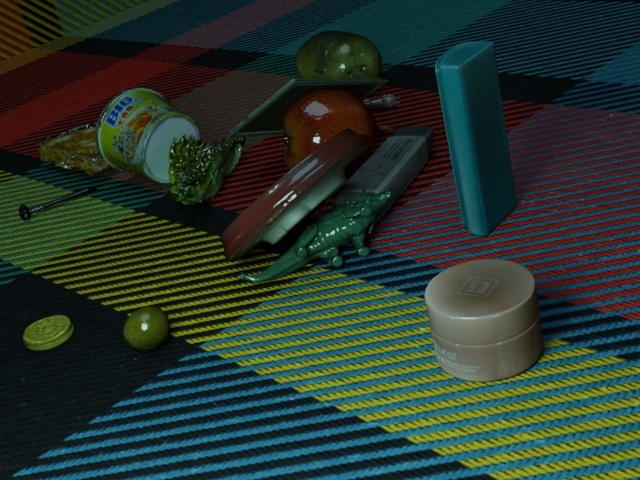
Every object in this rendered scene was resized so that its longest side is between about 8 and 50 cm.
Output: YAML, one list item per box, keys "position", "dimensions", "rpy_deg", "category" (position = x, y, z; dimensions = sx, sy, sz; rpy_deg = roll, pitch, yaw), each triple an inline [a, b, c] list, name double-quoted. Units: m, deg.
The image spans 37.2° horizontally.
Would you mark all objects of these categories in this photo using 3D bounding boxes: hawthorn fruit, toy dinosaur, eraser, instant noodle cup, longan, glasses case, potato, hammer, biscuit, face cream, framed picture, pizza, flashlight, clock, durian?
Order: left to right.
- position: [-0.456, 0.154, 1.591]
  dimensions: [0.084, 0.023, 0.084]
  rpy_deg: [-11, 27, 6]
  category: "biscuit"
- position: [-0.586, -0.090, 2.120]
  dimensions: [0.178, 0.021, 0.065]
  rpy_deg: [-24, 28, -20]
  category: "hammer"
- position: [-0.526, -0.236, 2.313]
  dimensions: [0.251, 0.074, 0.287]
  rpy_deg: [-32, 33, -31]
  category: "pizza"
- position: [-0.276, 0.136, 1.493]
  dimensions: [0.083, 0.075, 0.075]
  rpy_deg: [14, 38, 39]
  category: "longan"
- position: [-0.366, -0.225, 2.098]
  dimensions: [0.205, 0.205, 0.153]
  rpy_deg: [-32, 40, -32]
  category: "instant noodle cup"
- position: [-0.256, -0.148, 1.966]
  dimensions: [0.106, 0.132, 0.375]
  rpy_deg: [9, 27, 15]
  category: "durian"
- position: [-0.037, -0.069, 1.623]
  dimensions: [0.318, 0.080, 0.318]
  rpy_deg: [-40, 1, 1]
  category: "clock"
- position: [-0.026, -0.284, 1.996]
  dimensions: [0.296, 0.019, 0.232]
  rpy_deg: [-10, -16, -47]
  category: "framed picture"
- position: [0.010, 0.003, 1.611]
  dimensions: [0.292, 0.079, 0.120]
  rpy_deg: [-40, 30, -21]
  category: "toy dinosaur"
- position: [0.042, -0.447, 2.377]
  dimensions: [0.197, 0.148, 0.228]
  rpy_deg: [-31, 31, -2]
  category: "potato"
- position: [0.035, -0.209, 1.883]
  dimensions: [0.225, 0.196, 0.196]
  rpy_deg: [-12, 27, -8]
  category: "hawthorn fruit"
- position: [0.130, -0.321, 2.214]
  dimensions: [0.110, 0.031, 0.052]
  rpy_deg: [-10, 28, 8]
  category: "flashlight"
- position: [0.124, -0.125, 1.814]
  dimensions: [0.089, 0.061, 0.352]
  rpy_deg: [3, 31, 30]
  category: "eraser"
- position: [0.253, -0.166, 1.567]
  dimensions: [0.070, 0.301, 0.117]
  rpy_deg: [11, 35, 37]
  category: "glasses case"
- position: [0.220, 0.106, 1.280]
  dimensions: [0.149, 0.104, 0.149]
  rpy_deg: [-11, 27, 5]
  category: "face cream"
